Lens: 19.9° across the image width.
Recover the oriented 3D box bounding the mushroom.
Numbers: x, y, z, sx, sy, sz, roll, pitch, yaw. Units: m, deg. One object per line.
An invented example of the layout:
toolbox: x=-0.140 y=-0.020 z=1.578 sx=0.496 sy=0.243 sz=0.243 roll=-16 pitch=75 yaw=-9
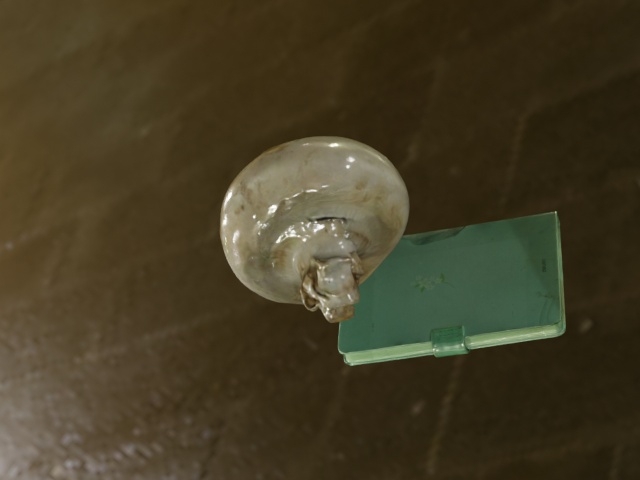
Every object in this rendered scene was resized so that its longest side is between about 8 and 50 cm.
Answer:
mushroom: x=0.000 y=0.000 z=0.782 sx=0.085 sy=0.085 sz=0.079 roll=-37 pitch=41 yaw=20

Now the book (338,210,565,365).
book: x=0.079 y=0.031 z=1.100 sx=0.135 sy=0.017 sz=0.103 roll=-9 pitch=42 yaw=12
